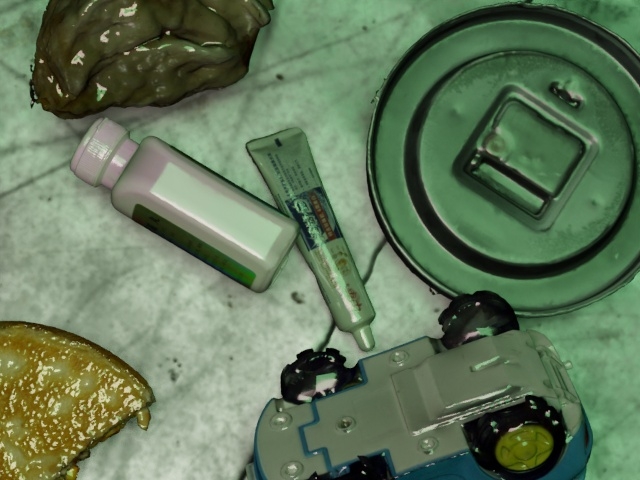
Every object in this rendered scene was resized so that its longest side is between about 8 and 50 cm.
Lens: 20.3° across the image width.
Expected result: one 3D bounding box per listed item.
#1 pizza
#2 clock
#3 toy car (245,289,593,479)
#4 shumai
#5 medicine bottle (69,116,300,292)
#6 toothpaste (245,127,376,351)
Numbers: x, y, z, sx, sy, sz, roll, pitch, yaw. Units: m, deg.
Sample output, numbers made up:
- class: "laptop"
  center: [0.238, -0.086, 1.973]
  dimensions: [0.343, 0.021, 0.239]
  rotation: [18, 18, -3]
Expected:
- class: "pizza"
  center: [-0.261, 0.180, 1.649]
  dimensions: [0.188, 0.062, 0.199]
  rotation: [24, 85, 11]
- class: "clock"
  center: [0.193, -0.075, 1.732]
  dimensions: [0.312, 0.061, 0.313]
  rotation: [1, 81, -5]
- class: "toy car"
  center: [0.091, 0.187, 1.626]
  dimensions: [0.314, 0.198, 0.166]
  rotation: [-20, 125, 1]
- class: "shumai"
  center: [-0.141, -0.207, 1.650]
  dimensions: [0.185, 0.184, 0.218]
  rotation: [13, 36, 12]
- class: "medicine bottle"
  center: [-0.127, -0.035, 1.667]
  dimensions: [0.219, 0.115, 0.078]
  rotation: [31, 80, 1]
- class: "toothpaste"
  center: [0.000, 0.000, 1.716]
  dimensions: [0.060, 0.038, 0.233]
  rotation: [-22, 81, -12]
